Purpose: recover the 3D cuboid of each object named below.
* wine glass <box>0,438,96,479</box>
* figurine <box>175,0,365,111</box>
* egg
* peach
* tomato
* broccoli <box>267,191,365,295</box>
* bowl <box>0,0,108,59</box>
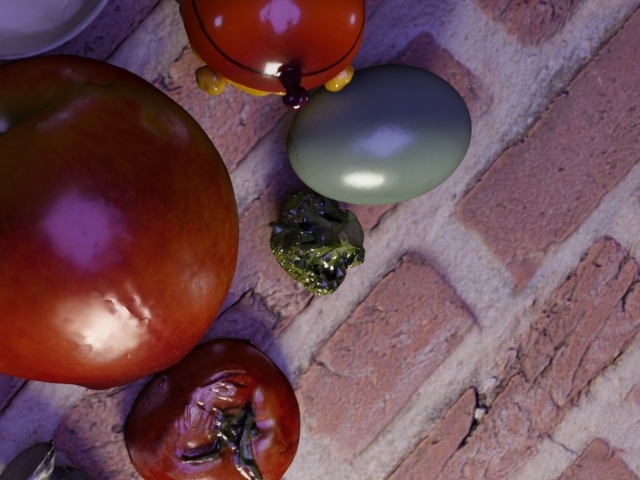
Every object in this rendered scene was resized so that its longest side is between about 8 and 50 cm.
[{"bbox_3d":[-0.299,0.342,1.896,0.111,0.111,0.204,-42,111,-7],"label":"wine glass"},{"bbox_3d":[-0.057,-0.306,1.794,0.320,0.196,0.323,-4,93,-17],"label":"figurine"},{"bbox_3d":[0.071,-0.126,1.894,0.230,0.168,0.168,-12,105,-14],"label":"egg"},{"bbox_3d":[-0.270,-0.009,1.704,0.388,0.388,0.388,-4,103,-19],"label":"peach"},{"bbox_3d":[-0.123,0.237,1.945,0.228,0.101,0.228,-4,100,-21],"label":"tomato"},{"bbox_3d":[0.000,0.000,1.925,0.130,0.120,0.131,-36,109,-45],"label":"broccoli"},{"bbox_3d":[-0.338,-0.339,1.699,0.277,0.145,0.277,0,100,2],"label":"bowl"}]
